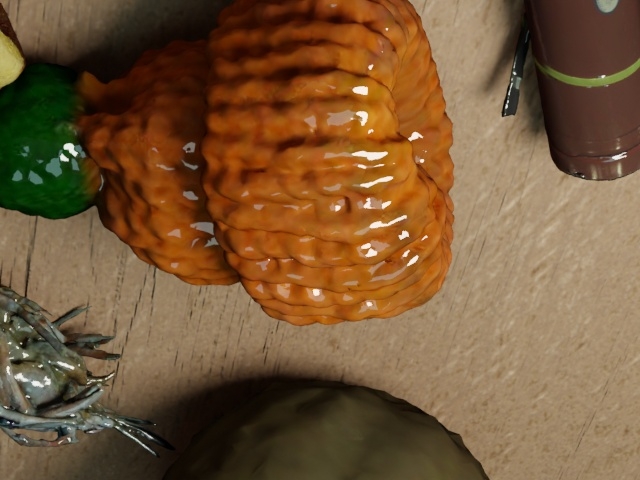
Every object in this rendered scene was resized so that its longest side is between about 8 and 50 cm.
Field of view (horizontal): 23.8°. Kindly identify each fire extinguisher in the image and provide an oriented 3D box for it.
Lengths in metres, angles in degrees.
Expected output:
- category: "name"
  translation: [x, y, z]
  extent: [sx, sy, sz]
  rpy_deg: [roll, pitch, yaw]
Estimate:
- category: "fire extinguisher"
  translation: [0.199, -0.201, 1.236]
  extent: [0.141, 0.105, 0.341]
  rpy_deg: [-15, 132, 5]

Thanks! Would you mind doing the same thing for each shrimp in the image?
- category: "shrimp"
  translation: [-0.295, 0.126, 1.421]
  extent: [0.372, 0.172, 0.137]
  rpy_deg: [21, 119, -13]

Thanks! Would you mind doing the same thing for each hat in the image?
- category: "hat"
  translation: [-0.092, -0.047, 1.242]
  extent: [0.400, 0.285, 0.285]
  rpy_deg: [-12, 130, 9]

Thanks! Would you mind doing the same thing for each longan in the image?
- category: "longan"
  translation: [0.004, 0.360, 1.497]
  extent: [0.404, 0.404, 0.436]
  rpy_deg: [1, 131, -7]

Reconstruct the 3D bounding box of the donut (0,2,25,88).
- category: "donut"
  translation: [-0.285, -0.175, 1.196]
  extent: [0.059, 0.140, 0.140]
  rpy_deg: [-30, 127, 2]
